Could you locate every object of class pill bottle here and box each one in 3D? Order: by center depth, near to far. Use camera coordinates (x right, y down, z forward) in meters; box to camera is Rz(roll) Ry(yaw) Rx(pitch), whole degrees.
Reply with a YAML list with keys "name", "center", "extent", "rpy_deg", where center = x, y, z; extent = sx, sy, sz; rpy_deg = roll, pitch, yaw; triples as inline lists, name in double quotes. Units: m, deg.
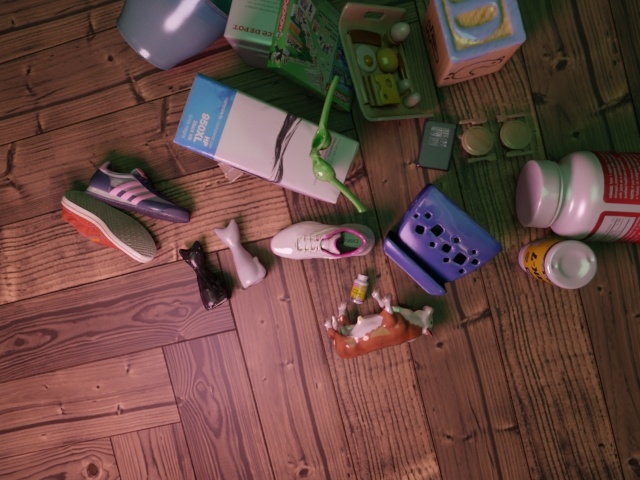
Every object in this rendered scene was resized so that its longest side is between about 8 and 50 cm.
- name: "pill bottle"
  center: [0.736, -0.110, 1.060]
  extent: [0.408, 0.229, 0.229]
  rpy_deg: [4, 93, 6]
- name: "pill bottle"
  center: [0.606, 0.054, 1.090]
  extent: [0.119, 0.208, 0.119]
  rpy_deg: [0, 92, 6]
- name: "pill bottle"
  center: [0.116, 0.141, 1.227]
  extent: [0.043, 0.043, 0.083]
  rpy_deg: [15, 94, 5]

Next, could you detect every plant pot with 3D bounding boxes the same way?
- name: "plant pot"
  center: [0.304, 0.001, 1.113]
  extent: [0.236, 0.236, 0.212]
  rpy_deg: [43, 103, 3]
- name: "plant pot"
  center: [-0.410, -0.629, 1.152]
  extent: [0.255, 0.272, 0.271]
  rpy_deg: [-35, 89, 21]

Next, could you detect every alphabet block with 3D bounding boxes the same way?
- name: "alphabet block"
  center: [0.389, -0.545, 1.093]
  extent: [0.192, 0.197, 0.193]
  rpy_deg: [-13, 91, 7]

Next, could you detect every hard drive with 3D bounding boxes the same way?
- name: "hard drive"
  center: [0.333, -0.271, 1.197]
  extent: [0.094, 0.022, 0.135]
  rpy_deg: [10, 93, 5]

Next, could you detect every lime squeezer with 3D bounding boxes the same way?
- name: "lime squeezer"
  center: [0.028, -0.202, 0.930]
  extent: [0.110, 0.059, 0.310]
  rpy_deg: [-15, 102, -10]

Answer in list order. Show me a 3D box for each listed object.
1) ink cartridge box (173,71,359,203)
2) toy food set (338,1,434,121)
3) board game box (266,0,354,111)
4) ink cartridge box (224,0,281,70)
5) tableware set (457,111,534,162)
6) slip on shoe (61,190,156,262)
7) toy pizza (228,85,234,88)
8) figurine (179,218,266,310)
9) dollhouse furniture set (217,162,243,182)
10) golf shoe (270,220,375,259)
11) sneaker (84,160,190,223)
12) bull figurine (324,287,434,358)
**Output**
- name: "ink cartridge box"
  center: [-0.138, -0.241, 1.063]
  extent: [0.395, 0.285, 0.166]
  rpy_deg: [20, 95, -14]
- name: "toy food set"
  center: [0.187, -0.467, 1.109]
  extent: [0.220, 0.092, 0.306]
  rpy_deg: [-16, 91, -35]
- name: "board game box"
  center: [0.003, -0.491, 1.086]
  extent: [0.046, 0.317, 0.213]
  rpy_deg: [17, 95, 34]
- name: "ink cartridge box"
  center: [-0.112, -0.626, 1.140]
  extent: [0.198, 0.197, 0.270]
  rpy_deg: [15, 93, 5]
- name: "tableware set"
  center: [0.491, -0.283, 1.175]
  extent: [0.194, 0.039, 0.128]
  rpy_deg: [-8, 80, 0]
- name: "slip on shoe"
  center: [-0.644, -0.029, 1.272]
  extent: [0.331, 0.123, 0.101]
  rpy_deg: [31, 117, 4]
- name: "toy pizza"
  center: [-0.304, -0.364, 1.255]
  extent: [0.201, 0.032, 0.201]
  rpy_deg: [0, 93, 5]
- name: "figurine"
  center: [-0.293, 0.067, 1.249]
  extent: [0.215, 0.092, 0.209]
  rpy_deg: [-31, 85, 5]
- name: "dollhouse furniture set"
  center: [-0.231, -0.246, 1.257]
  extent: [0.152, 0.058, 0.076]
  rpy_deg: [-32, 97, 25]
- name: "golf shoe"
  center: [0.000, 0.000, 1.187]
  extent: [0.306, 0.140, 0.115]
  rpy_deg: [-5, 93, 7]
- name: "sneaker"
  center: [-0.531, -0.147, 1.253]
  extent: [0.319, 0.112, 0.131]
  rpy_deg: [18, 77, -2]
- name: "bull figurine"
  center: [0.166, 0.237, 1.181]
  extent: [0.310, 0.101, 0.188]
  rpy_deg: [-26, 110, 10]
